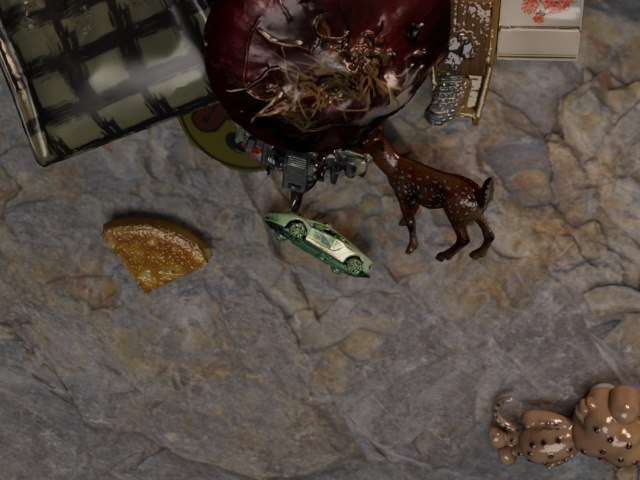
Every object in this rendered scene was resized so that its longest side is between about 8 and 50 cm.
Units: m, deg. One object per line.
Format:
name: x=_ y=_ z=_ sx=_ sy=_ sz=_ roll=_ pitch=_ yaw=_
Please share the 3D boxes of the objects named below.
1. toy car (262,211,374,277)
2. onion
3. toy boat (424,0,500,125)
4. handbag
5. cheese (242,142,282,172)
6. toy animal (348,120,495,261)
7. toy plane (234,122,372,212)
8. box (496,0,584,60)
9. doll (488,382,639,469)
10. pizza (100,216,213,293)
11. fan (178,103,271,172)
toy car: x=0.000 y=0.000 z=1.677 sx=0.186 sy=0.093 sz=0.058 roll=31 pitch=81 yaw=-14
onion: x=0.008 y=-0.256 z=1.320 sx=0.313 sy=0.232 sz=0.314 roll=-12 pitch=138 yaw=-11
toy boat: x=0.184 y=-0.287 z=1.418 sx=0.089 sy=0.121 sz=0.321 roll=7 pitch=127 yaw=9
handbag: x=-0.277 y=-0.295 z=1.435 sx=0.325 sy=0.162 sz=0.327 roll=-19 pitch=109 yaw=14
cheese: x=-0.074 y=-0.156 z=1.580 sx=0.095 sy=0.038 sz=0.145 roll=-18 pitch=125 yaw=18
toy animal: x=0.138 y=-0.093 z=1.564 sx=0.243 sy=0.087 sz=0.260 roll=13 pitch=136 yaw=22
toy plane: x=-0.030 y=-0.097 z=1.547 sx=0.192 sy=0.088 sz=0.262 roll=14 pitch=142 yaw=3
box: x=0.288 y=-0.327 z=1.432 sx=0.109 sy=0.029 sz=0.198 roll=2 pitch=125 yaw=5
doll: x=0.419 y=0.316 z=1.845 sx=0.278 sy=0.119 sz=0.154 roll=-7 pitch=125 yaw=23
pizza: x=-0.263 y=0.018 z=1.737 sx=0.175 sy=0.046 sz=0.134 roll=23 pitch=124 yaw=-10
fan: x=-0.132 y=-0.217 z=1.573 sx=0.335 sy=0.011 sz=0.229 roll=34 pitch=123 yaw=-19
